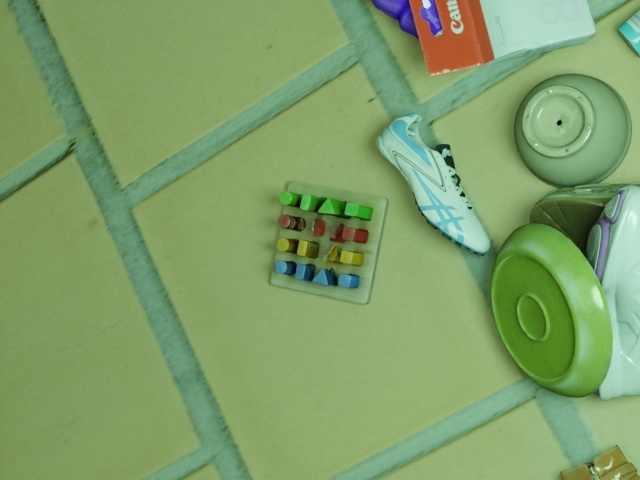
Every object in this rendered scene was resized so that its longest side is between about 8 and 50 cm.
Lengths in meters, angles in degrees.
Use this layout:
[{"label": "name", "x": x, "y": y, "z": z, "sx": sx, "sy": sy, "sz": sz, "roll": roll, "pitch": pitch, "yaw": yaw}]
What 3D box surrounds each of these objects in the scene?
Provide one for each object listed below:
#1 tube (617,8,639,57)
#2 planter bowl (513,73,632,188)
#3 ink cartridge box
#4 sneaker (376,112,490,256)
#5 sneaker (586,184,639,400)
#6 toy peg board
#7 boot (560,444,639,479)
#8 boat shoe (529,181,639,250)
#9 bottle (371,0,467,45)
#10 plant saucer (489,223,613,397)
[{"label": "tube", "x": 0.498, "y": -0.331, "z": 1.728, "sx": 0.207, "sy": 0.052, "sz": 0.080, "roll": -38, "pitch": 78, "yaw": 11}, {"label": "planter bowl", "x": 0.335, "y": -0.156, "z": 1.748, "sx": 0.162, "sy": 0.109, "sz": 0.162, "roll": -2, "pitch": 85, "yaw": 22}, {"label": "ink cartridge box", "x": 0.245, "y": -0.343, "z": 1.781, "sx": 0.232, "sy": 0.066, "sz": 0.189, "roll": -12, "pitch": 80, "yaw": -9}, {"label": "sneaker", "x": 0.171, "y": -0.081, "z": 1.825, "sx": 0.086, "sy": 0.085, "sz": 0.237, "roll": -41, "pitch": 73, "yaw": 20}, {"label": "sneaker", "x": 0.421, "y": 0.066, "z": 1.660, "sx": 0.152, "sy": 0.114, "sz": 0.305, "roll": -1, "pitch": 118, "yaw": 6}, {"label": "toy peg board", "x": 0.000, "y": 0.000, "z": 1.895, "sx": 0.161, "sy": 0.079, "sz": 0.161, "roll": 11, "pitch": 90, "yaw": 24}, {"label": "boot", "x": 0.359, "y": 0.379, "z": 1.720, "sx": 0.197, "sy": 0.073, "sz": 0.152, "roll": -31, "pitch": 76, "yaw": 6}, {"label": "boat shoe", "x": 0.426, "y": -0.037, "z": 1.703, "sx": 0.285, "sy": 0.089, "sz": 0.105, "roll": 7, "pitch": 120, "yaw": 23}, {"label": "bottle", "x": 0.116, "y": -0.389, "z": 1.867, "sx": 0.118, "sy": 0.092, "sz": 0.283, "roll": -37, "pitch": 73, "yaw": 15}, {"label": "plant saucer", "x": 0.294, "y": 0.098, "z": 1.701, "sx": 0.241, "sy": 0.037, "sz": 0.241, "roll": 41, "pitch": 139, "yaw": 49}]
